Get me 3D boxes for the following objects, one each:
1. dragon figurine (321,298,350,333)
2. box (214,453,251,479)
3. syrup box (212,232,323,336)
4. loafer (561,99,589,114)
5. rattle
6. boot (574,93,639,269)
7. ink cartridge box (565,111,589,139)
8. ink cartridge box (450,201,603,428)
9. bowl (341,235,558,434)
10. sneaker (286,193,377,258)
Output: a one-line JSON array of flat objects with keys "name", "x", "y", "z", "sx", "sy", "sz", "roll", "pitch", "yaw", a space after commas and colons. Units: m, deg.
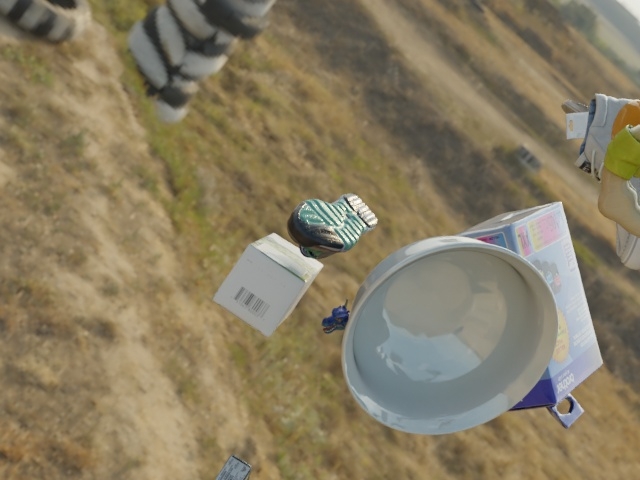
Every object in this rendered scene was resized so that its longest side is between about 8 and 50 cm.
[{"name": "dragon figurine", "x": 0.127, "y": 0.141, "z": 1.696, "sx": 0.289, "sy": 0.144, "sz": 0.085, "roll": -11, "pitch": 40, "yaw": -33}, {"name": "box", "x": -0.175, "y": 0.441, "z": 1.666, "sx": 0.045, "sy": 0.190, "sz": 0.184, "roll": 31, "pitch": -27, "yaw": 7}, {"name": "syrup box", "x": -0.070, "y": 0.058, "z": 1.527, "sx": 0.093, "sy": 0.096, "sz": 0.237, "roll": 34, "pitch": 6, "yaw": 2}, {"name": "loafer", "x": 0.516, "y": -0.230, "z": 2.042, "sx": 0.125, "sy": 0.039, "sz": 0.045, "roll": 40, "pitch": -8, "yaw": 16}, {"name": "rattle", "x": 0.370, "y": -0.057, "z": 1.019, "sx": 0.200, "sy": 0.130, "sz": 0.143, "roll": 10, "pitch": 11, "yaw": 16}, {"name": "boot", "x": 0.426, "y": -0.089, "z": 1.569, "sx": 0.123, "sy": 0.258, "sz": 0.095, "roll": 13, "pitch": -21, "yaw": 0}, {"name": "ink cartridge box", "x": 0.493, "y": -0.197, "z": 1.904, "sx": 0.029, "sy": 0.115, "sz": 0.062, "roll": 67, "pitch": 26, "yaw": -53}, {"name": "ink cartridge box", "x": 0.388, "y": 0.149, "z": 2.007, "sx": 0.270, "sy": 0.151, "sz": 0.395, "roll": -20, "pitch": 97, "yaw": -55}, {"name": "bowl", "x": 0.160, "y": 0.106, "z": 1.459, "sx": 0.298, "sy": 0.298, "sz": 0.134, "roll": 34, "pitch": 17, "yaw": -25}, {"name": "sneaker", "x": 0.000, "y": 0.000, "z": 1.438, "sx": 0.083, "sy": 0.098, "sz": 0.224, "roll": 51, "pitch": 22, "yaw": 11}]
